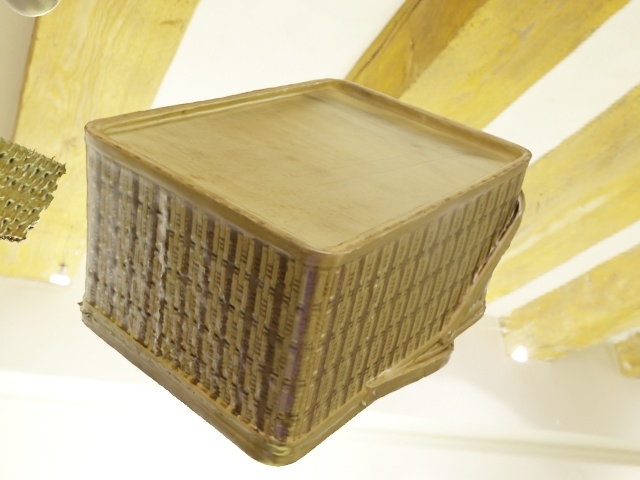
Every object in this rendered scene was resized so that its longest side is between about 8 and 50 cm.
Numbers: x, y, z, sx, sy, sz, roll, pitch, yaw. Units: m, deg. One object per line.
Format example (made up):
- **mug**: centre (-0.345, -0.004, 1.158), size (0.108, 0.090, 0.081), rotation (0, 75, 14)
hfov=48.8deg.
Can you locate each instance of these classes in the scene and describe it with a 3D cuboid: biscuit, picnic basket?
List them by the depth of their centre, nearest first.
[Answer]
- **picnic basket**: centre (0.000, 0.000, 0.561), size (0.313, 0.228, 0.175), rotation (-25, -46, -48)
- **biscuit**: centre (-0.400, -0.061, 0.899), size (0.144, 0.016, 0.203), rotation (-49, -13, 2)

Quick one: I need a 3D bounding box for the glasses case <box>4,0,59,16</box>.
- **glasses case**: centre (-0.386, -0.361, 0.847), size (0.074, 0.049, 0.193), rotation (-16, -50, 13)
